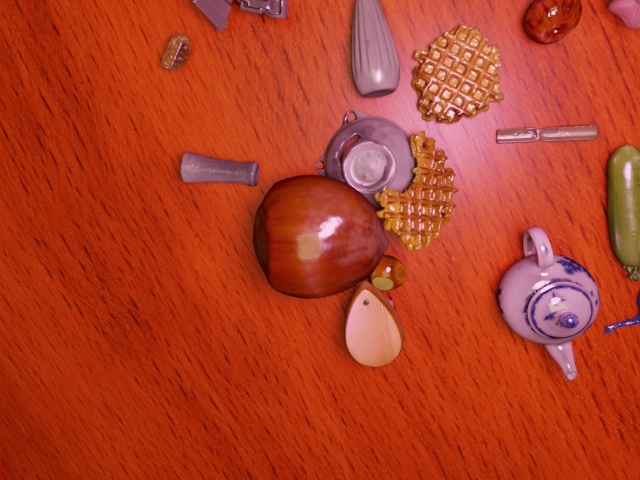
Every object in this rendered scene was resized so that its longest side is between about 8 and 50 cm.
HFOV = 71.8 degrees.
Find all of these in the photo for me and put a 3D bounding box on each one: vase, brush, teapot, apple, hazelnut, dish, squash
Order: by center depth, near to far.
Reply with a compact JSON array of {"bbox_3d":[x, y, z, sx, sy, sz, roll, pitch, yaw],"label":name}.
[{"bbox_3d":[0.137,-0.512,1.171,0.128,0.128,0.248,-8,94,11],"label":"vase"},{"bbox_3d":[0.617,0.165,1.188,0.252,0.280,0.424,-15,101,11],"label":"teapot"},{"bbox_3d":[0.829,-0.068,1.189,0.101,0.101,0.378,-11,104,11],"label":"squash"},{"bbox_3d":[0.610,-0.287,1.202,0.248,0.036,0.043,0,100,16],"label":"brush"},{"bbox_3d":[-0.009,0.001,1.217,0.366,0.366,0.365,2,105,8],"label":"hazelnut"},{"bbox_3d":[0.136,-0.212,1.248,0.303,0.120,0.303,2,105,7],"label":"dish"},{"bbox_3d":[0.201,0.093,1.322,0.102,0.099,0.114,-1,129,27],"label":"apple"},{"bbox_3d":[0.156,0.230,1.330,0.174,0.166,0.266,-7,108,10],"label":"brush"},{"bbox_3d":[-0.297,-0.210,1.331,0.219,0.096,0.096,6,105,4],"label":"vase"}]

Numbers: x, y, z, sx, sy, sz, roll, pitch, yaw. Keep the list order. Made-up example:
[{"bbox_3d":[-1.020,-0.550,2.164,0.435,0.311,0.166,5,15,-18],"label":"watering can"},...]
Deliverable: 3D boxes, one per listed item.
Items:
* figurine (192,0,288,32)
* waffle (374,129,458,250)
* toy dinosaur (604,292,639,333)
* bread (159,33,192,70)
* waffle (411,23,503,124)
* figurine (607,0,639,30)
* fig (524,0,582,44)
[{"bbox_3d":[-0.214,-0.721,1.145,0.285,0.167,0.342,-28,119,23],"label":"figurine"},{"bbox_3d":[0.269,-0.120,1.201,0.260,0.069,0.293,47,67,-29],"label":"waffle"},{"bbox_3d":[0.961,0.165,1.244,0.144,0.076,0.329,25,117,9],"label":"toy dinosaur"},{"bbox_3d":[-0.411,-0.541,1.277,0.066,0.060,0.110,27,104,-13],"label":"bread"},{"bbox_3d":[0.367,-0.442,1.191,0.243,0.059,0.237,-19,98,11],"label":"waffle"},{"bbox_3d":[0.613,-0.673,1.011,0.421,0.154,0.193,36,83,6],"label":"figurine"},{"bbox_3d":[0.564,-0.558,1.102,0.128,0.150,0.128,-12,123,-19],"label":"fig"}]
